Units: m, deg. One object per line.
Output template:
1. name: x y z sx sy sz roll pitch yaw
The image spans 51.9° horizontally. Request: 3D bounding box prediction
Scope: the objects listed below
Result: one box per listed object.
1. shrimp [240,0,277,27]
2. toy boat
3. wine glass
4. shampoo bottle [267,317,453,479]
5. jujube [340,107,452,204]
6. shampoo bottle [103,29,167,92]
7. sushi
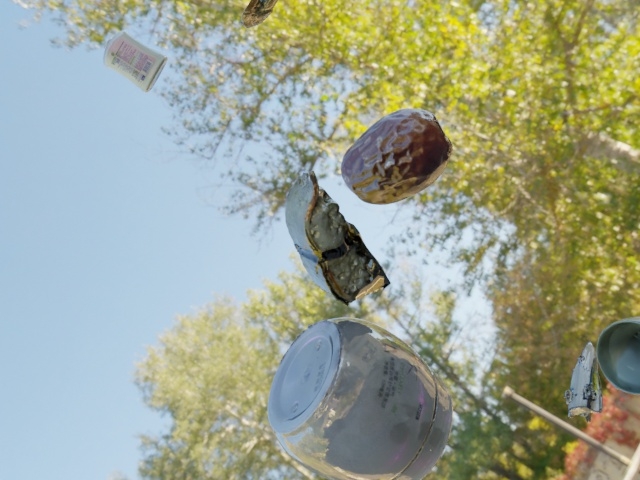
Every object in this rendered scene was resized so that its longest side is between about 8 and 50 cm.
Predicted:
1. shrimp: -0.119 -0.538 1.430 0.180 0.041 0.099 -48 -12 30
2. toy boat: 0.624 0.322 1.546 0.084 0.066 0.210 -33 24 48
3. wine glass: 0.346 0.100 0.669 0.155 0.073 0.073 -11 -52 -43
4. shampoo bottle: 0.069 0.287 1.153 0.266 0.273 0.273 30 -92 -24
5. jujube: 0.165 -0.179 1.428 0.243 0.183 0.183 -31 -12 25
6. shampoo bottle: -0.317 -0.305 1.107 0.072 0.099 0.043 -56 11 16
7. sushi: 0.006 0.003 1.110 0.109 0.134 0.273 -41 -41 -6
